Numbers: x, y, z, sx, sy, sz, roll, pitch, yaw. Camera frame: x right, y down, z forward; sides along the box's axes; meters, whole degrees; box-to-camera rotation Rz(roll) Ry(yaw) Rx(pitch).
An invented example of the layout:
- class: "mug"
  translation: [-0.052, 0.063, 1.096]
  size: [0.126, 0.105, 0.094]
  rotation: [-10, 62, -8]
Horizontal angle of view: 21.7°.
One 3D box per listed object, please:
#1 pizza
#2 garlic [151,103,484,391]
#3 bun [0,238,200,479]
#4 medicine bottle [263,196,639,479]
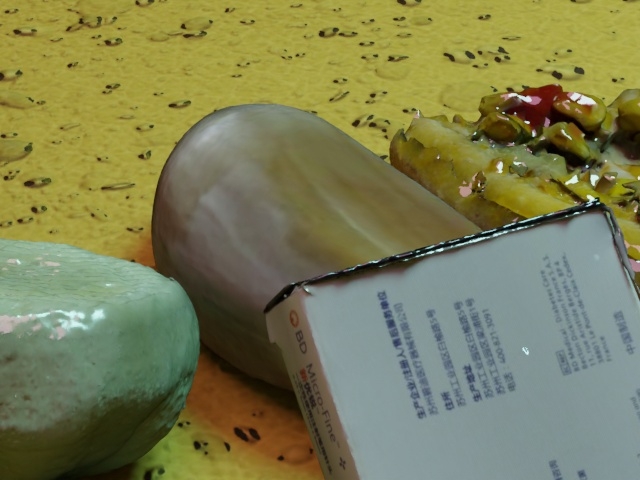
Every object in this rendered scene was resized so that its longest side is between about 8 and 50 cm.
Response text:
- class: "pizza"
  translation: [0.215, -0.032, 1.039]
  size: [0.288, 0.074, 0.251]
  rotation: [-16, 39, -17]
- class: "garlic"
  translation: [-0.007, 0.006, 0.934]
  size: [0.143, 0.112, 0.318]
  rotation: [-44, 47, -16]
- class: "bun"
  translation: [-0.160, 0.067, 0.858]
  size: [0.195, 0.118, 0.195]
  rotation: [1, 10, 0]
- class: "medicine bottle"
  translation: [0.087, 0.095, 0.771]
  size: [0.171, 0.052, 0.201]
  rotation: [-16, 77, -18]
